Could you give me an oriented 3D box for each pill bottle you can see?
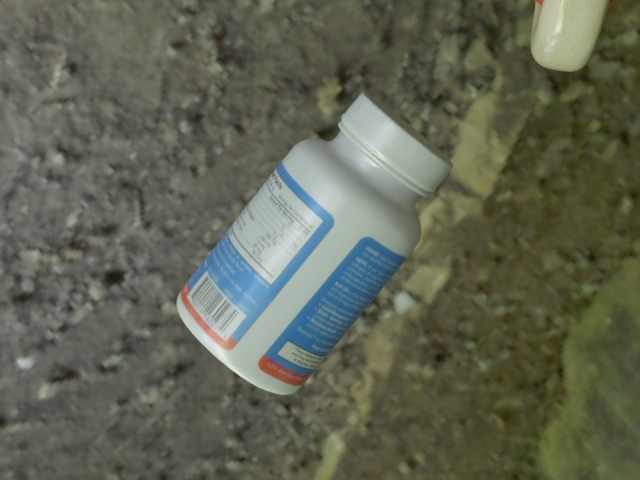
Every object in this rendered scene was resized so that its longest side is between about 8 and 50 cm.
[{"bbox_3d":[0.000,0.000,1.004,0.221,0.124,0.124,-50,158,9],"label":"pill bottle"}]

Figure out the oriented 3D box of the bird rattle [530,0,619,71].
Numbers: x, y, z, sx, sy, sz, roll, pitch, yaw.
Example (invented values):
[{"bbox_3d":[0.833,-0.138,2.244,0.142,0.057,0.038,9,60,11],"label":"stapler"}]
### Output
[{"bbox_3d":[0.164,-0.197,0.745,0.253,0.143,0.207,-89,-176,-64],"label":"bird rattle"}]
